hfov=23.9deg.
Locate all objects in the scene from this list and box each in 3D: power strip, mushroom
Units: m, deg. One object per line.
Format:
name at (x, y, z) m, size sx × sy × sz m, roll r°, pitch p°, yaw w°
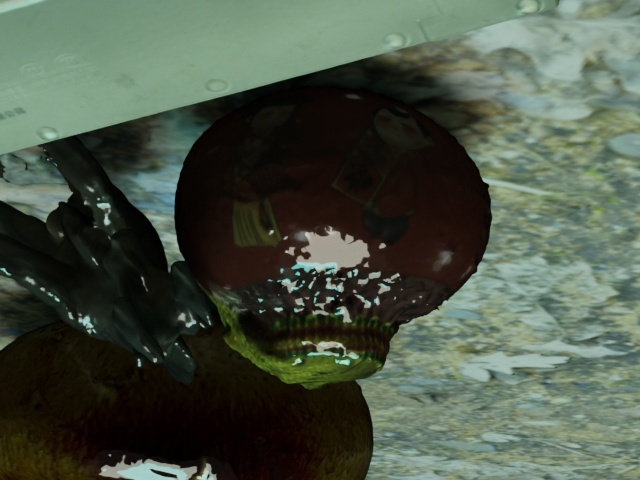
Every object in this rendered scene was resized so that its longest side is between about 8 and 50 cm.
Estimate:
power strip at (-0.074, -0.090, 0.591) m, size 0.367 × 0.043 × 0.106 m, roll -13°, pitch 155°, yaw 15°
mushroom at (-0.110, 0.137, 1.084) m, size 0.297 × 0.163 × 0.278 m, roll 6°, pitch 150°, yaw -8°

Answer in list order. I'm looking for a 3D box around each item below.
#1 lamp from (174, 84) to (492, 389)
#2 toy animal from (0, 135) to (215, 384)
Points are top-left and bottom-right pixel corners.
lamp at (0.005, 0.000, 0.743) m, size 0.156 × 0.135 × 0.157 m, roll 3°, pitch 157°, yaw 0°
toy animal at (-0.123, 0.008, 0.766) m, size 0.148 × 0.084 × 0.233 m, roll 51°, pitch 172°, yaw -16°
